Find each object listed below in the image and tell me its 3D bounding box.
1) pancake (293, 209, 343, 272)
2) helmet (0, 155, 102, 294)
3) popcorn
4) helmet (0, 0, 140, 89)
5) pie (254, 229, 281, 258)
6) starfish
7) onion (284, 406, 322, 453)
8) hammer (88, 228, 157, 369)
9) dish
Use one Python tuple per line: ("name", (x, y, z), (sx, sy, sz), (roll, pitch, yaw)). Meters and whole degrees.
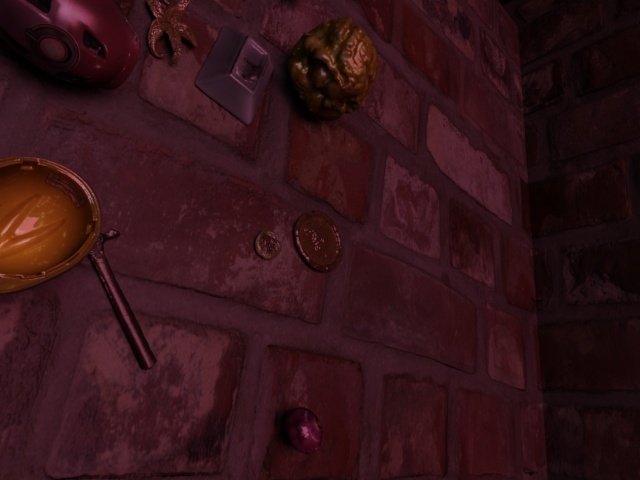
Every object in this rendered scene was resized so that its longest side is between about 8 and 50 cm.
("pancake", (-0.001, 0.000, 1.308), (0.199, 0.021, 0.199), (15, 68, -41))
("helmet", (-0.515, -0.015, 0.739), (0.205, 0.140, 0.257), (52, 43, -19))
("popcorn", (0.043, -0.518, 1.312), (0.282, 0.282, 0.247), (45, 42, -26))
("helmet", (-0.491, -0.395, 0.811), (0.253, 0.198, 0.154), (44, 27, -12))
("pie", (-0.141, 0.012, 1.173), (0.085, 0.017, 0.085), (14, 69, -40))
("starfish", (-0.365, -0.540, 1.085), (0.150, 0.053, 0.209), (37, 54, -36))
("onion", (-0.045, 0.477, 1.094), (0.104, 0.115, 0.115), (-37, 111, 4))
("hammer", (-0.406, 0.126, 0.886), (0.125, 0.027, 0.297), (-30, 101, -44))
("dish", (-0.211, -0.466, 1.194), (0.182, 0.080, 0.243), (34, 58, -33))
